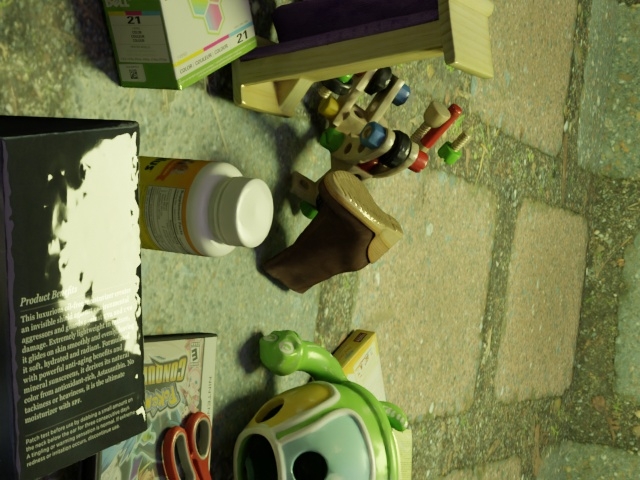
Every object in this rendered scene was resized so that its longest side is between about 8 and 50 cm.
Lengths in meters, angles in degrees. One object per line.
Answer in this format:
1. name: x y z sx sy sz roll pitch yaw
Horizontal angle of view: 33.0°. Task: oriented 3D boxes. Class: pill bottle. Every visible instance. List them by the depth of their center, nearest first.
1. pill bottle: -0.170 -0.043 1.330 0.117 0.215 0.117 -19 112 -58

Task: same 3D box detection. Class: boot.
1. boot: 0.000 0.000 1.657 0.248 0.207 0.090 38 26 -57

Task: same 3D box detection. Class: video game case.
1. video game case: -0.225 0.251 1.439 0.275 0.035 0.248 6 88 -65

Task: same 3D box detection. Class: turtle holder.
1. turtle holder: -0.006 0.317 1.668 0.227 0.243 0.320 4 99 -41

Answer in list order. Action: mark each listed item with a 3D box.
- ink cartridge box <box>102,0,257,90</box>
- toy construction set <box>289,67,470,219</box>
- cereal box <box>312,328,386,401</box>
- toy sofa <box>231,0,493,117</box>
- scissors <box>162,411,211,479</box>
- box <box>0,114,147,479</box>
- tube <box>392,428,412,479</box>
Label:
1. ink cartridge box: -0.188 -0.340 1.361 0.189 0.097 0.255 -43 132 -49
2. toy construction set: 0.074 -0.146 1.781 0.309 0.257 0.237 5 136 -45
3. cereal box: 0.060 0.307 1.971 0.173 0.047 0.240 -42 131 -49
4. toy sofa: 0.051 -0.292 1.519 0.150 0.362 0.177 1 83 -60
5. scissors: -0.166 0.375 1.517 0.109 0.021 0.297 -48 135 -56
6. box: -0.328 0.035 0.990 0.183 0.296 0.294 -15 107 -58
7. tube: 0.154 0.499 2.171 0.070 0.062 0.240 154 -57 -76
